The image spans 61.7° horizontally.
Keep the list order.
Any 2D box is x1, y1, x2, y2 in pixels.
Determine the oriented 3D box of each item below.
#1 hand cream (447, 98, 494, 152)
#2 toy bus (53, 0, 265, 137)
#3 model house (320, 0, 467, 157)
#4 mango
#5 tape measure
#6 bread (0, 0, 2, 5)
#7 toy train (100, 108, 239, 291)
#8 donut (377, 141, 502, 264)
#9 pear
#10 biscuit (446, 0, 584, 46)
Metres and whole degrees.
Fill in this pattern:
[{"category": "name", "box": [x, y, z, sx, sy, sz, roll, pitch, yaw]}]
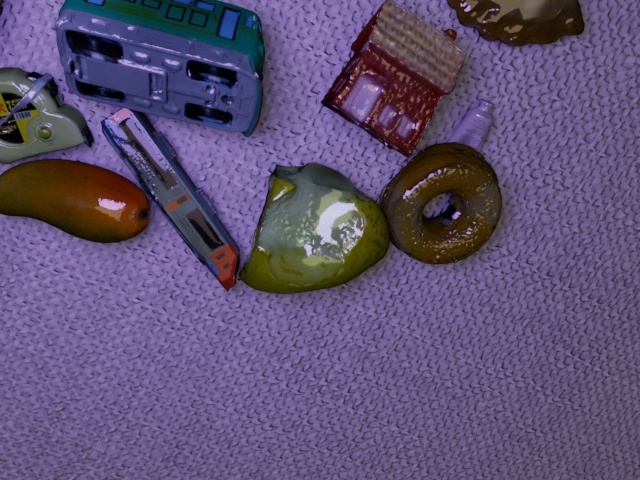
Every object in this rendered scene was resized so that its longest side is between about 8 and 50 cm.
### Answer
[{"category": "hand cream", "box": [0.320, -0.230, 1.135, 0.084, 0.053, 0.142, 18, 116, -11]}, {"category": "toy bus", "box": [-0.262, -0.333, 0.945, 0.344, 0.183, 0.199, 12, 60, -11]}, {"category": "model house", "box": [0.143, -0.320, 1.028, 0.196, 0.160, 0.253, 30, 96, -14]}, {"category": "mango", "box": [-0.469, -0.081, 1.021, 0.289, 0.129, 0.146, 19, 120, -10]}, {"category": "tape measure", "box": [-0.554, -0.229, 0.989, 0.200, 0.106, 0.175, -16, 119, -1]}, {"category": "bread", "box": [-0.700, -0.455, 0.863, 0.359, 0.204, 0.336, 5, 106, -5]}, {"category": "toy train", "box": [-0.274, -0.083, 1.070, 0.089, 0.086, 0.409, -34, 106, 0]}, {"category": "donut", "box": [0.258, -0.066, 1.125, 0.272, 0.107, 0.271, -1, 110, -2]}, {"category": "pear", "box": [0.000, 0.000, 1.084, 0.282, 0.176, 0.286, 16, 103, -13]}, {"category": "biscuit", "box": [0.416, -0.539, 1.050, 0.335, 0.078, 0.329, 35, 102, -12]}]
